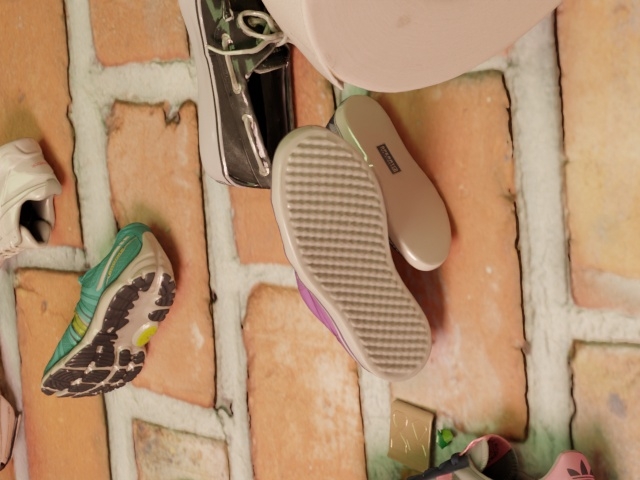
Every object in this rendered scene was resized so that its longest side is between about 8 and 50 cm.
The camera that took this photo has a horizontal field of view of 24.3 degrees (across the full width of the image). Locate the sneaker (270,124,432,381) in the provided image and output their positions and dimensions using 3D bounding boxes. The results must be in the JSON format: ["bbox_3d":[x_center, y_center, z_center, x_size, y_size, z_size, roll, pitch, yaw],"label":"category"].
[{"bbox_3d":[-0.001,0.001,1.428,0.161,0.102,0.282,39,155,56],"label":"sneaker"}]

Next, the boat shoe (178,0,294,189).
[{"bbox_3d":[-0.073,-0.198,1.513,0.105,0.113,0.306,10,109,37],"label":"boat shoe"}]

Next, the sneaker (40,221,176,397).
[{"bbox_3d":[-0.254,0.093,1.786,0.275,0.107,0.110,-52,43,33],"label":"sneaker"}]

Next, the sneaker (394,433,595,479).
[{"bbox_3d":[0.134,0.248,1.425,0.319,0.112,0.131,1,83,42],"label":"sneaker"}]

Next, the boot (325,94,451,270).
[{"bbox_3d":[0.059,-0.044,1.457,0.190,0.069,0.086,66,148,16],"label":"boot"}]

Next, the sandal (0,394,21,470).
[{"bbox_3d":[-0.448,0.236,2.016,0.102,0.076,0.265,-13,69,31],"label":"sandal"}]

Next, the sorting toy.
[{"bbox_3d":[0.101,0.200,1.495,0.083,0.012,0.062,17,106,45],"label":"sorting toy"}]

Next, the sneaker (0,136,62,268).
[{"bbox_3d":[-0.398,-0.014,1.895,0.115,0.090,0.232,48,129,22],"label":"sneaker"}]

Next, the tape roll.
[{"bbox_3d":[0.118,-0.284,1.107,0.072,0.392,0.392,46,128,28],"label":"tape roll"}]
